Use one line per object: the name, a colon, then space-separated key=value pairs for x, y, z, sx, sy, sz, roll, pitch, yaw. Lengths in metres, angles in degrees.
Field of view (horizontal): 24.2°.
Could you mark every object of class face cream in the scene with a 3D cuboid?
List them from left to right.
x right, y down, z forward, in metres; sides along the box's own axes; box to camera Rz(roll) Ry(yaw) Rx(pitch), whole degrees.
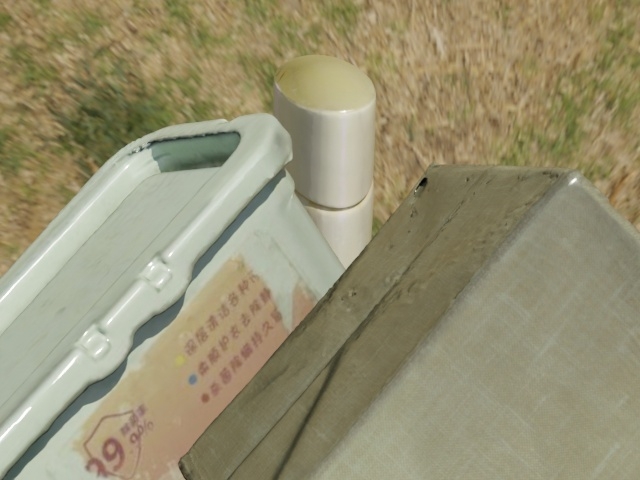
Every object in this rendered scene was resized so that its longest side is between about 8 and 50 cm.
face cream: x=0.000 y=0.000 z=1.296 sx=0.081 sy=0.173 sz=0.349 roll=-5 pitch=123 yaw=-9

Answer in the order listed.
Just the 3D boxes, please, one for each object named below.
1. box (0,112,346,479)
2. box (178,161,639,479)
box: x=-0.102 y=0.094 z=0.863 sx=0.182 sy=0.175 sz=0.312 roll=52 pitch=61 yaw=-24
box: x=0.091 y=0.104 z=0.492 sx=0.231 sy=0.155 sz=0.149 roll=41 pitch=84 yaw=-9
